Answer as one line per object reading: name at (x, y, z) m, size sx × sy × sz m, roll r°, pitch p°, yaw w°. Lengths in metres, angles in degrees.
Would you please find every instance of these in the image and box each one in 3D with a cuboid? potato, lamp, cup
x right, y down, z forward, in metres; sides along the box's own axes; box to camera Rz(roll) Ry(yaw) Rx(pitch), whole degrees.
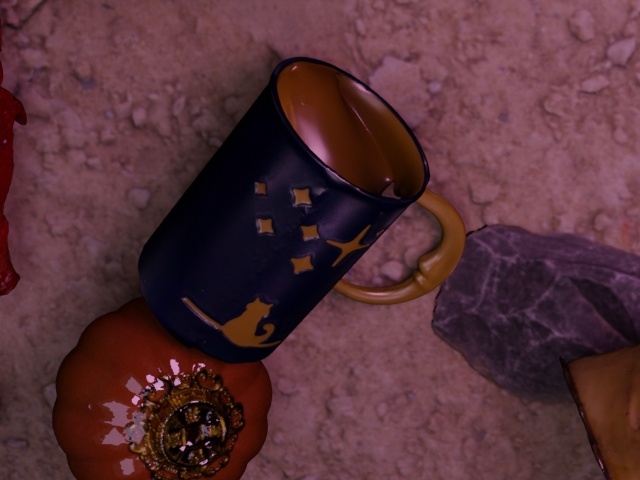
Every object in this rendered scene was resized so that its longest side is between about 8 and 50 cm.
potato at (0.382, 0.206, 1.616) m, size 0.237 × 0.289 × 0.301 m, roll -22°, pitch 72°, yaw 6°
lamp at (-0.155, 0.163, 1.750) m, size 0.223 × 0.196 × 0.223 m, roll -6°, pitch 105°, yaw -21°
cup at (-0.010, 0.006, 1.650) m, size 0.255 × 0.178 × 0.256 m, roll 38°, pitch 121°, yaw -4°

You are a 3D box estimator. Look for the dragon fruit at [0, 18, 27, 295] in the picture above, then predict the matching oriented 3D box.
dragon fruit at (-0.417, -0.095, 1.762) m, size 0.286 × 0.228 × 0.329 m, roll 11°, pitch 145°, yaw 45°
